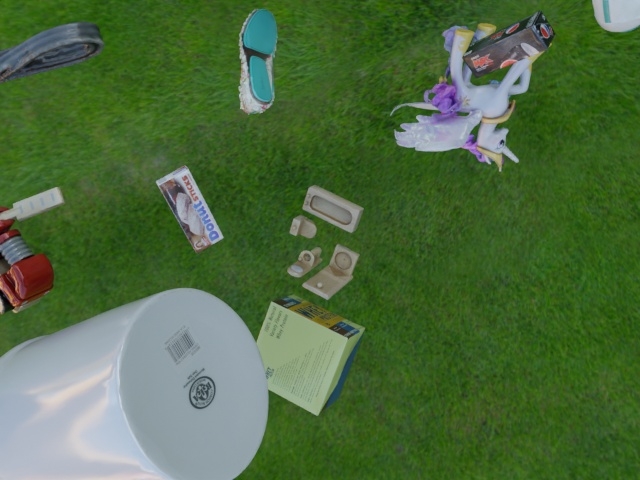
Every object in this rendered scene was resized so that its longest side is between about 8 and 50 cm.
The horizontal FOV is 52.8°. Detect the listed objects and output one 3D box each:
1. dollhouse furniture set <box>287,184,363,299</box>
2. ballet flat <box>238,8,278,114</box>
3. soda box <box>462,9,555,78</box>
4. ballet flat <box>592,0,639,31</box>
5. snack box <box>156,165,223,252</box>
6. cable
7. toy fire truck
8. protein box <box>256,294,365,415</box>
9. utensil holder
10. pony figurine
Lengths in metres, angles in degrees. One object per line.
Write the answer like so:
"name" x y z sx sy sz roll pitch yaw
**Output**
"dollhouse furniture set" 0.000 0.000 1.245 0.144 0.123 0.151 27 116 16
"ballet flat" -0.139 -0.367 1.332 0.077 0.091 0.240 -28 53 51
"soda box" 0.364 -0.378 1.256 0.060 0.053 0.169 47 148 -22
"ballet flat" 0.594 -0.564 1.128 0.139 0.139 0.400 27 88 9
"snack box" -0.252 -0.058 1.253 0.064 0.022 0.178 -32 131 -13
"cable" -0.382 -0.173 0.727 0.288 0.139 0.072 -11 81 -10
"toy fire truck" -0.659 0.010 1.430 0.246 0.158 0.217 -40 85 36
"protein box" -0.036 0.263 1.520 0.201 0.136 0.199 23 101 18
"utensil holder" -0.325 0.276 1.066 0.386 0.327 0.327 -21 100 32
"pony figurine" 0.369 -0.354 1.634 0.351 0.302 0.363 8 125 1
